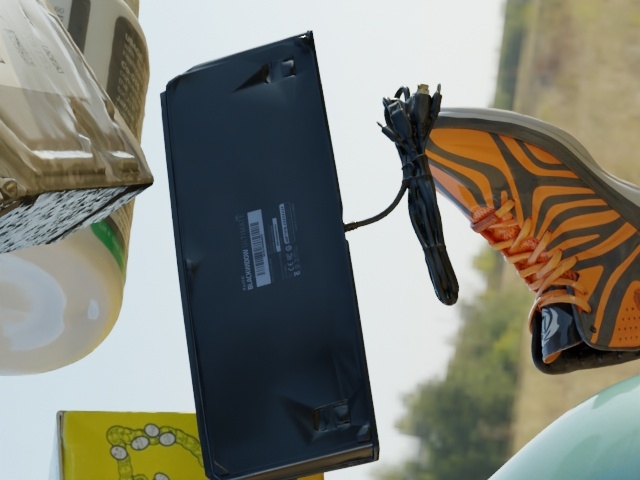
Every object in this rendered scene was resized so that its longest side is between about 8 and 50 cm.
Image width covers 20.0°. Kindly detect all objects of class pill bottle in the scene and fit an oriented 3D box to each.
[{"bbox_3d":[-0.241,-0.092,1.440,0.204,0.204,0.361,89,-177,-50],"label":"pill bottle"}]

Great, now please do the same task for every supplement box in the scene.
[{"bbox_3d":[-0.118,0.259,1.439,0.356,0.195,0.194,121,148,-72],"label":"supplement box"}]

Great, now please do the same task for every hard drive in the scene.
[{"bbox_3d":[-0.177,-0.106,0.776,0.237,0.064,0.339,58,-176,0],"label":"hard drive"}]

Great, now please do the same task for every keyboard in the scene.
[{"bbox_3d":[0.000,0.000,1.216,0.033,0.201,0.317,50,-152,-61],"label":"keyboard"}]

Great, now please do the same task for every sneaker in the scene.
[{"bbox_3d":[0.199,0.010,1.633,0.124,0.321,0.180,-34,36,57],"label":"sneaker"}]

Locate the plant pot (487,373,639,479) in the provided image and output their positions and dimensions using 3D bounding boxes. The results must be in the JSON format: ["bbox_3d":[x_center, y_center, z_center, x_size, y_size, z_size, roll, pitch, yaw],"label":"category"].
[{"bbox_3d":[0.253,0.221,1.253,0.235,0.293,0.293,119,169,-47],"label":"plant pot"}]
